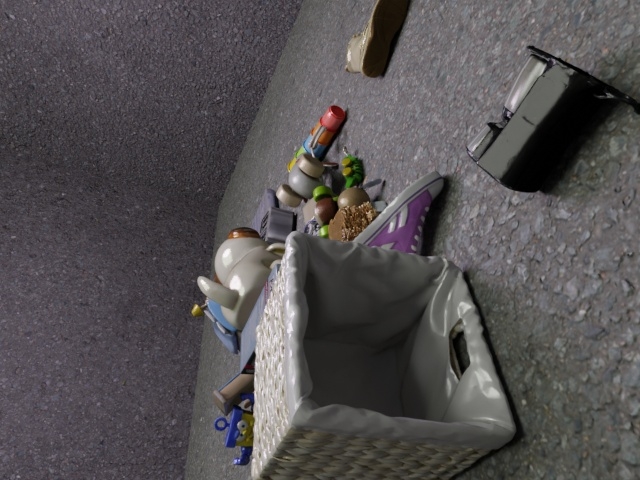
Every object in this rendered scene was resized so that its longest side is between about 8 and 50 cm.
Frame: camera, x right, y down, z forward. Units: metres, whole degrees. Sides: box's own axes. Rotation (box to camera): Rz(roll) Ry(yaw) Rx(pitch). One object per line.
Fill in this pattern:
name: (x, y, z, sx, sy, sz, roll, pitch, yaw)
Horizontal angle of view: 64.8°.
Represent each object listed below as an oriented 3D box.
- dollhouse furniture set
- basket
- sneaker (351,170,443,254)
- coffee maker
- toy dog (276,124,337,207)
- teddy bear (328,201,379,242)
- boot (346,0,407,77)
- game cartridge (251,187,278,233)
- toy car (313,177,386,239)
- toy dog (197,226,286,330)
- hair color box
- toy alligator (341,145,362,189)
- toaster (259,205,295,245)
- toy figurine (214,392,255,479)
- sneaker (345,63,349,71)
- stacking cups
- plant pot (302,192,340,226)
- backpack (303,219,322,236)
dollhouse furniture set: (-0.317, 0.374, 1.605, 0.303, 0.198, 0.286, 43, 151, 21)
basket: (0.071, 0.207, 0.822, 0.328, 0.331, 0.266, -95, 22, -45)
sneaker: (0.179, 0.001, 1.023, 0.282, 0.161, 0.102, -46, -12, 4)
coffee maker: (0.312, -0.158, 0.714, 0.171, 0.120, 0.178, -104, 34, -53)
toy dog: (-0.019, -0.203, 1.638, 0.220, 0.161, 0.334, -47, 13, 40)
teddy bear: (0.103, 0.083, 1.163, 0.245, 0.113, 0.338, 115, 150, -42)
boot: (0.161, -0.626, 1.516, 0.203, 0.095, 0.262, -123, 46, -66)
game cartridge: (-0.247, -0.058, 2.271, 0.230, 0.068, 0.355, -59, 24, 29)
toy car: (0.090, -0.085, 1.317, 0.188, 0.149, 0.155, -28, 55, 29)
toy dog: (-0.196, 0.133, 1.524, 0.408, 0.395, 0.285, -135, 52, -58)
hair color box: (-0.058, 0.200, 1.152, 0.374, 0.185, 0.114, 120, 153, -52)
toy alligator: (0.095, -0.218, 1.465, 0.051, 0.056, 0.190, -16, 47, 17)
toaster: (-0.171, -0.024, 1.957, 0.186, 0.110, 0.168, 135, 144, -55)
toy figurine: (-0.217, 0.574, 1.490, 0.191, 0.217, 0.363, -177, 102, -70)
sneaker: (0.108, -0.619, 1.739, 0.083, 0.031, 0.037, 147, 134, -62)
stacking cups: (-0.012, -0.341, 1.792, 0.316, 0.096, 0.096, -48, 33, 48)
plant pot: (0.021, -0.085, 1.493, 0.096, 0.109, 0.109, -54, 27, 27)
backpack: (0.000, 0.000, 1.419, 0.105, 0.084, 0.114, 20, 103, 33)
